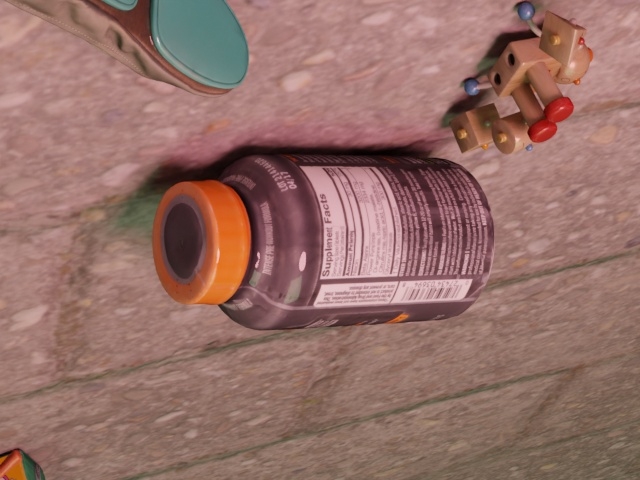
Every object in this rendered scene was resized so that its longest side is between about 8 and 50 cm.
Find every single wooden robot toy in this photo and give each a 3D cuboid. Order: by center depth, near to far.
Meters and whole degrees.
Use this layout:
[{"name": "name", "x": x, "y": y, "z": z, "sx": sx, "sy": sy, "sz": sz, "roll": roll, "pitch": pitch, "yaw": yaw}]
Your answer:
[{"name": "wooden robot toy", "x": 0.165, "y": -0.113, "z": 1.077, "sx": 0.079, "sy": 0.076, "sz": 0.173, "roll": -20, "pitch": 160, "yaw": -29}]

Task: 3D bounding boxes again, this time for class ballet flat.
[{"name": "ballet flat", "x": -0.116, "y": -0.135, "z": 0.826, "sx": 0.068, "sy": 0.072, "sz": 0.213, "roll": 0, "pitch": 166, "yaw": 27}]

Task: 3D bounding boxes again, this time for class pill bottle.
[{"name": "pill bottle", "x": 0.000, "y": 0.000, "z": 1.112, "sx": 0.246, "sy": 0.130, "sz": 0.130, "roll": 0, "pitch": 150, "yaw": -36}]

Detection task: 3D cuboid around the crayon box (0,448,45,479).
[{"name": "crayon box", "x": -0.328, "y": 0.364, "z": 1.463, "sx": 0.165, "sy": 0.278, "sz": 0.081, "roll": -19, "pitch": 156, "yaw": -1}]

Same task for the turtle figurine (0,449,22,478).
[{"name": "turtle figurine", "x": -0.405, "y": 0.179, "z": 1.241, "sx": 0.270, "sy": 0.087, "sz": 0.217, "roll": -17, "pitch": 151, "yaw": 14}]
